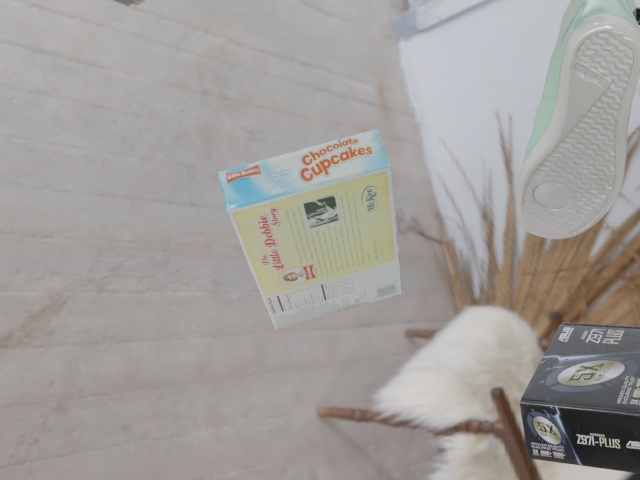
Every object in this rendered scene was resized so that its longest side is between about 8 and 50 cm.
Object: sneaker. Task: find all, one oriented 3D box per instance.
[{"bbox_3d":[0.261,-0.129,0.868,0.151,0.094,0.256,-67,168,-47],"label":"sneaker"}]

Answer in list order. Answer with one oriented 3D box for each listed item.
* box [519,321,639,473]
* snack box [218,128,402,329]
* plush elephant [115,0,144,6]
[{"bbox_3d":[0.323,0.169,0.981,0.180,0.147,0.077,-40,124,-51],"label":"box"},{"bbox_3d":[0.000,0.000,1.092,0.322,0.187,0.060,77,-3,-60],"label":"snack box"},{"bbox_3d":[-0.153,-0.438,0.869,0.272,0.330,0.255,45,14,-6],"label":"plush elephant"}]
